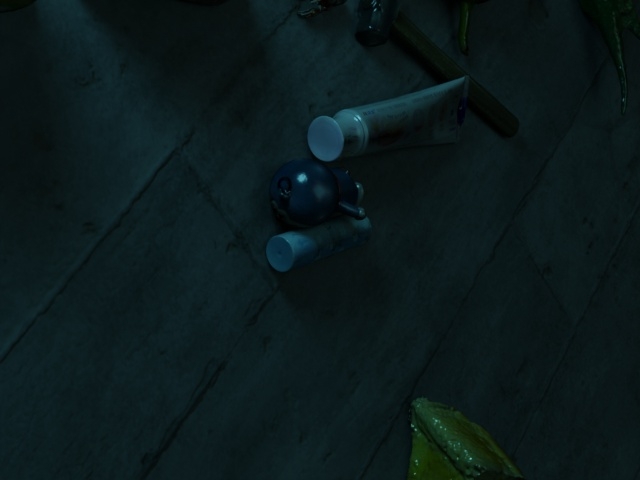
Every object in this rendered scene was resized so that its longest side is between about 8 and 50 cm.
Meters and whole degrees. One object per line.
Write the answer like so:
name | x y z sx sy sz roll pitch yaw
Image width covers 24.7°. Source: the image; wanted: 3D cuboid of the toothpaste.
toothpaste | 0.107 -0.159 1.978 0.323 0.066 0.100 -16 118 -49

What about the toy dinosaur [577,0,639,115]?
toy dinosaur | 0.422 -0.440 2.350 0.301 0.087 0.447 15 66 -46

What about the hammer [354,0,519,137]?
hammer | 0.177 -0.250 2.093 0.365 0.043 0.111 36 58 -41

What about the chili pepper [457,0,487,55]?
chili pepper | 0.256 -0.456 2.172 0.137 0.092 0.368 53 51 -43

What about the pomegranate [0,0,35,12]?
pomegranate | -0.332 -0.314 1.450 0.248 0.214 0.214 45 45 -75

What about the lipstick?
lipstick | 0.000 0.000 1.848 0.158 0.048 0.048 -18 98 -48

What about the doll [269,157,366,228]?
doll | -0.007 -0.060 1.825 0.114 0.085 0.152 43 25 21

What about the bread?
bread | 0.162 0.319 1.974 0.140 0.169 0.160 21 110 -43

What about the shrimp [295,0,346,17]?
shrimp | 0.006 -0.317 1.912 0.029 0.038 0.092 38 44 16

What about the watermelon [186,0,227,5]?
watermelon | -0.154 -0.326 1.686 0.241 0.154 0.094 13 75 -59
